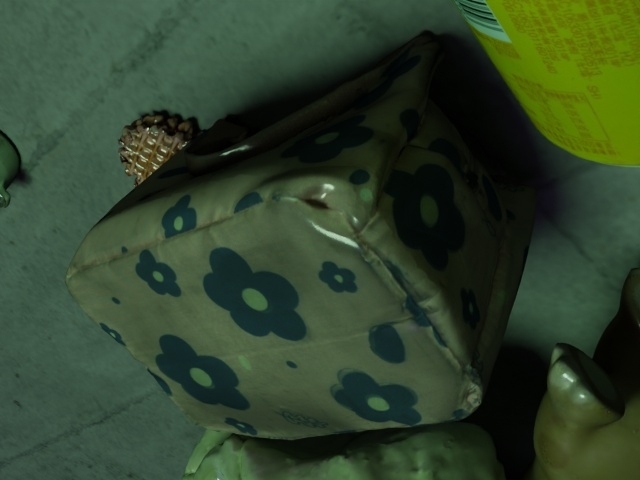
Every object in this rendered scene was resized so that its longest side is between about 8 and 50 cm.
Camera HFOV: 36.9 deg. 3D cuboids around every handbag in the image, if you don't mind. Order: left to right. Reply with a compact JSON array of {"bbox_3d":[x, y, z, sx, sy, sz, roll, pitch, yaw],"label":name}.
[{"bbox_3d":[0.000,0.000,0.594,0.251,0.193,0.190,-16,124,42],"label":"handbag"}]

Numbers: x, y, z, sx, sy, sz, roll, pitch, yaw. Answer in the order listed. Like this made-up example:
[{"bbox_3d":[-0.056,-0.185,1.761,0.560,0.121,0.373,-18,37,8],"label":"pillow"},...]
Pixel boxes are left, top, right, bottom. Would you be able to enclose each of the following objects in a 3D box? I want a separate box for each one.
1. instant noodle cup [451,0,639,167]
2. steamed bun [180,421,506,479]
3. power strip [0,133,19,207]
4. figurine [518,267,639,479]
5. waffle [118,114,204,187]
[{"bbox_3d":[0.110,-0.157,0.367,0.215,0.215,0.236,-4,136,35],"label":"instant noodle cup"},{"bbox_3d":[0.000,0.256,0.647,0.280,0.207,0.268,7,110,33],"label":"steamed bun"},{"bbox_3d":[-0.380,-0.121,0.820,0.286,0.048,0.080,34,143,-3],"label":"power strip"},{"bbox_3d":[0.232,0.161,0.627,0.173,0.177,0.247,33,137,28],"label":"figurine"},{"bbox_3d":[-0.114,-0.061,0.728,0.083,0.029,0.075,3,136,25],"label":"waffle"}]
